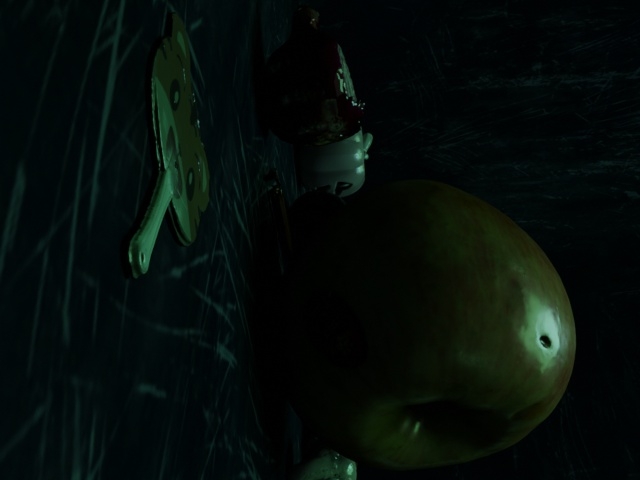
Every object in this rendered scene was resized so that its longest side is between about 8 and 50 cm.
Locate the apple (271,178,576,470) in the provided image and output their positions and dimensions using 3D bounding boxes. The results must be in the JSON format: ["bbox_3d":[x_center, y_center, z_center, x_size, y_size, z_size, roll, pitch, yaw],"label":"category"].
[{"bbox_3d":[0.123,0.110,0.974,0.391,0.391,0.346,84,2,-45],"label":"apple"}]

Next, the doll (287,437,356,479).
[{"bbox_3d":[0.008,0.392,1.091,0.149,0.095,0.192,-5,95,-77],"label":"doll"}]

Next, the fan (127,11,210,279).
[{"bbox_3d":[-0.096,-0.049,0.475,0.226,0.008,0.152,-90,176,-58],"label":"fan"}]

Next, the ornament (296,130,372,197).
[{"bbox_3d":[0.032,-0.178,1.535,0.177,0.177,0.177,-3,90,-87],"label":"ornament"}]

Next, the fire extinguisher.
[{"bbox_3d":[0.000,0.000,1.324,0.135,0.114,0.337,43,-6,11],"label":"fire extinguisher"}]

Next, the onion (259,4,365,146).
[{"bbox_3d":[-0.026,-0.221,1.002,0.173,0.135,0.198,64,8,-75],"label":"onion"}]

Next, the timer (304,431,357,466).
[{"bbox_3d":[0.015,0.387,1.331,0.136,0.099,0.136,-15,90,-83],"label":"timer"}]

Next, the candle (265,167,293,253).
[{"bbox_3d":[-0.059,-0.042,1.038,0.167,0.021,0.026,81,-3,-49],"label":"candle"}]
